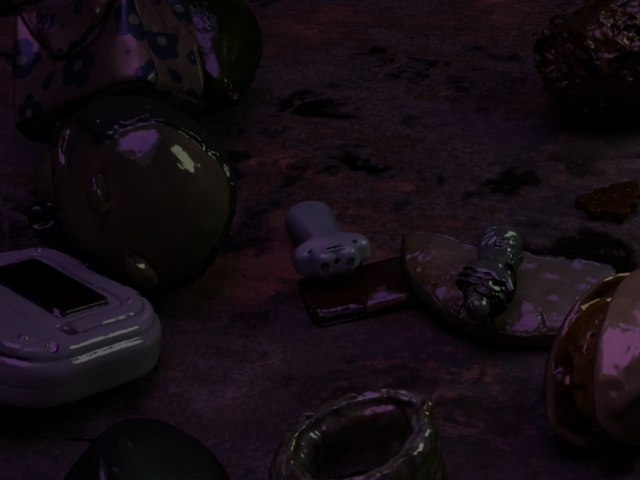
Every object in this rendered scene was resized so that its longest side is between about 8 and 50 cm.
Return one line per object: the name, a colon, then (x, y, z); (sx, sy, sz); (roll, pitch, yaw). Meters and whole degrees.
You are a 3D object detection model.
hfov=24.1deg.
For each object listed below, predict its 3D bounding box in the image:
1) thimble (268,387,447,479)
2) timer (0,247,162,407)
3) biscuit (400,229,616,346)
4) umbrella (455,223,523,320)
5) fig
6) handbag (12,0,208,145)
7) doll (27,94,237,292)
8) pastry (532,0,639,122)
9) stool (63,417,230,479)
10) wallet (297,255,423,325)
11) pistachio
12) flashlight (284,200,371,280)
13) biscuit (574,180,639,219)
thimble: (0.043, 0.228, 1.367); (0.190, 0.143, 0.137); (-26, 36, -30)
timer: (-0.321, 0.089, 1.668); (0.262, 0.087, 0.237); (25, 29, 35)
biscuit: (0.210, 0.060, 1.690); (0.289, 0.038, 0.141); (13, 45, 18)
umbrella: (0.189, 0.036, 1.648); (0.067, 0.062, 0.143); (36, 45, -6)
fig: (-0.170, -0.270, 2.176); (0.195, 0.195, 0.245); (-15, 28, -13)
handbag: (-0.298, -0.247, 2.063); (0.251, 0.193, 0.190); (-17, -19, 29)
doll: (-0.240, -0.070, 1.840); (0.247, 0.247, 0.349); (-14, 24, -12)
pastry: (0.418, -0.278, 2.056); (0.275, 0.193, 0.275); (-12, 20, 4)
stool: (-0.151, 0.271, 1.327); (0.153, 0.139, 0.228); (-3, 51, -52)
wallet: (0.067, 0.052, 1.763); (0.176, 0.026, 0.095); (-11, 34, -7)
pistachio: (0.312, 0.119, 1.510); (0.157, 0.157, 0.229); (17, 44, 33)
flashlight: (0.000, 0.000, 1.818); (0.093, 0.047, 0.200); (-13, 20, -8)
biscuit: (0.367, -0.051, 1.886); (0.082, 0.016, 0.092); (18, 37, 42)
